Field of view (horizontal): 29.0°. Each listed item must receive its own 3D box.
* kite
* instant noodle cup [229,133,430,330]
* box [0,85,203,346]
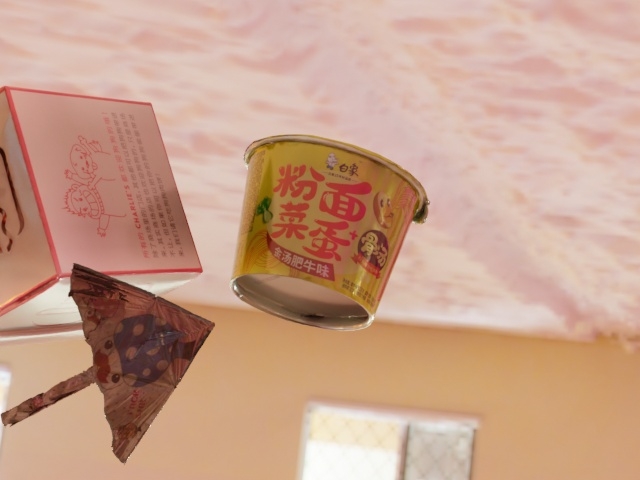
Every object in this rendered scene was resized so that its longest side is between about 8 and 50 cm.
[{"bbox_3d":[-0.283,0.167,1.662,0.314,0.335,0.011,-23,-148,-22],"label":"kite"},{"bbox_3d":[0.000,0.000,1.950,0.311,0.221,0.311,13,161,5],"label":"instant noodle cup"},{"bbox_3d":[-0.412,-0.029,1.870,0.300,0.314,0.312,-27,165,33],"label":"box"}]
